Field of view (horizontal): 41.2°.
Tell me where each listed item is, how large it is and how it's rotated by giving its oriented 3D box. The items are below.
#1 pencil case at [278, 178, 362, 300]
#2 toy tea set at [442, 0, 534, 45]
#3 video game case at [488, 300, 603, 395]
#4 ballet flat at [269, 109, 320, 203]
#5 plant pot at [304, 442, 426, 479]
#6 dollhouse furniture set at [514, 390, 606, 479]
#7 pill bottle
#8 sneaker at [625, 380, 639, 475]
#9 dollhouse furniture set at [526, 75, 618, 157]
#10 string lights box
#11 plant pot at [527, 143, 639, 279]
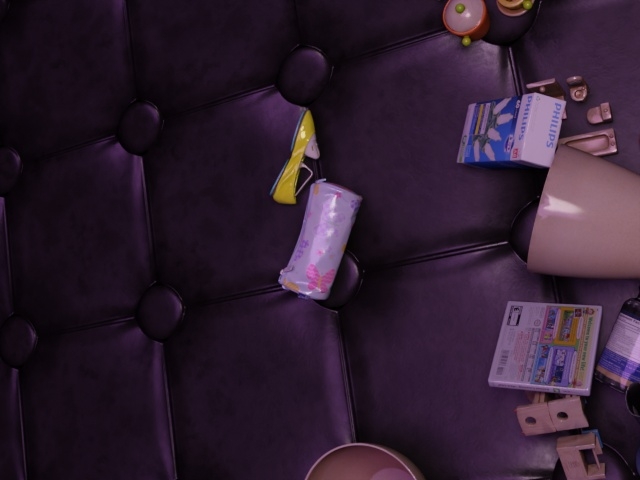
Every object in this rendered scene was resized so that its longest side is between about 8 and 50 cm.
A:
[{"bbox_3d":[0.000,0.000,1.951,0.124,0.113,0.273,20,93,4],"label":"pencil case"},{"bbox_3d":[0.304,-0.589,1.857,0.200,0.124,0.336,-41,69,17],"label":"toy tea set"},{"bbox_3d":[0.449,0.210,1.692,0.193,0.023,0.212,1,45,26],"label":"video game case"},{"bbox_3d":[-0.046,-0.192,2.025,0.077,0.077,0.231,23,98,5],"label":"ballet flat"},{"bbox_3d":[0.122,0.559,1.793,0.284,0.191,0.284,-2,85,26],"label":"plant pot"},{"bbox_3d":[0.480,0.367,1.697,0.128,0.129,0.184,-15,108,24],"label":"dollhouse furniture set"},{"bbox_3d":[0.620,0.187,1.626,0.122,0.123,0.219,24,95,26],"label":"pill bottle"},{"bbox_3d":[0.604,0.320,1.526,0.148,0.350,0.131,-2,41,-10],"label":"sneaker"},{"bbox_3d":[0.511,-0.245,1.722,0.144,0.123,0.151,-10,81,25],"label":"dollhouse furniture set"},{"bbox_3d":[0.381,-0.215,1.722,0.259,0.076,0.133,-170,91,-71],"label":"string lights box"},{"bbox_3d":[0.558,-0.030,1.603,0.274,0.256,0.257,15,91,20],"label":"plant pot"}]
